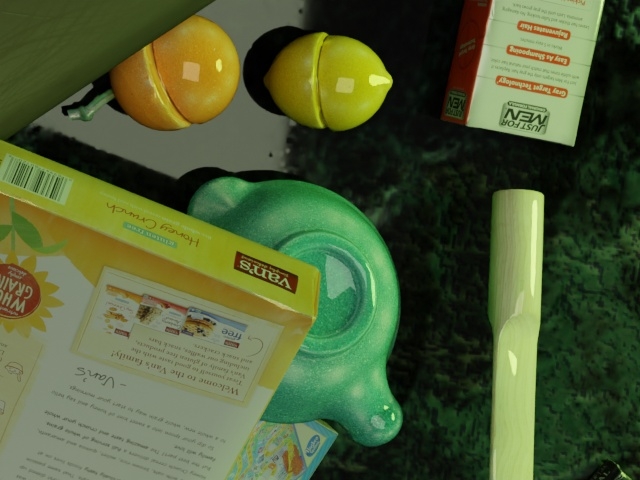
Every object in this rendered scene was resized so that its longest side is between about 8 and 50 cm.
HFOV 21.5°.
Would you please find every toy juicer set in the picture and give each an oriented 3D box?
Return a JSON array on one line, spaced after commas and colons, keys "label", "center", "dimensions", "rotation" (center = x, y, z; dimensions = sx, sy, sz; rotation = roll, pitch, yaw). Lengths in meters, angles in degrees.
[{"label": "toy juicer set", "center": [0.000, 0.000, 0.929], "dimensions": [0.329, 0.089, 0.209], "rotation": [27, 74, -16]}]

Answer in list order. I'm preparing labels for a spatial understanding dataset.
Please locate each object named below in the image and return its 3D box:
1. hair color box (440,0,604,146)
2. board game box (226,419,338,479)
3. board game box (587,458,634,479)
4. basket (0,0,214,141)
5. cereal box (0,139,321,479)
[{"label": "hair color box", "center": [0.120, -0.130, 0.957], "dimensions": [0.072, 0.043, 0.141], "rotation": [10, 96, -19]}, {"label": "board game box", "center": [-0.075, 0.145, 0.954], "dimensions": [0.103, 0.026, 0.154], "rotation": [34, 89, -20]}, {"label": "board game box", "center": [0.158, 0.244, 1.048], "dimensions": [0.186, 0.026, 0.126], "rotation": [-46, 109, -5]}, {"label": "basket", "center": [-0.136, -0.160, 0.817], "dimensions": [0.227, 0.154, 0.204], "rotation": [-27, 100, -16]}, {"label": "cereal box", "center": [-0.126, 0.083, 0.839], "dimensions": [0.173, 0.047, 0.240], "rotation": [23, 122, -11]}]
